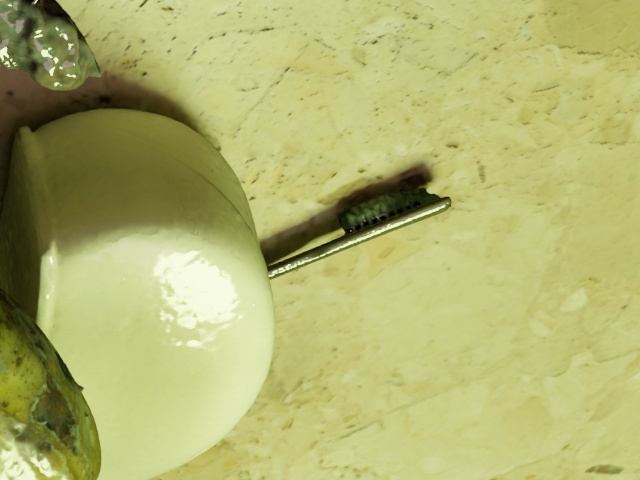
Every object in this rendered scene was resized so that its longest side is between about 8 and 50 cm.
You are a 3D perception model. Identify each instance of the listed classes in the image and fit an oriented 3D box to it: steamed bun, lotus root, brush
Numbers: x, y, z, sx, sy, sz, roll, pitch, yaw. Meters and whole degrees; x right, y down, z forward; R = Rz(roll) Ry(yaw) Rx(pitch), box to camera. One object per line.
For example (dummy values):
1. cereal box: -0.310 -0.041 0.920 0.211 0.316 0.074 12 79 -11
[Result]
1. steamed bun: -0.117 0.039 1.175 0.164 0.146 0.242 -1 135 -18
2. lotus root: -0.228 0.079 1.018 0.154 0.154 0.278 -30 128 4
3. brush: 0.000 0.000 1.293 0.190 0.028 0.034 -22 177 3

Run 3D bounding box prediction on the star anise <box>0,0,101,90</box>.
1. star anise: -0.182 -0.163 0.975 0.262 0.081 0.230 -36 121 14
